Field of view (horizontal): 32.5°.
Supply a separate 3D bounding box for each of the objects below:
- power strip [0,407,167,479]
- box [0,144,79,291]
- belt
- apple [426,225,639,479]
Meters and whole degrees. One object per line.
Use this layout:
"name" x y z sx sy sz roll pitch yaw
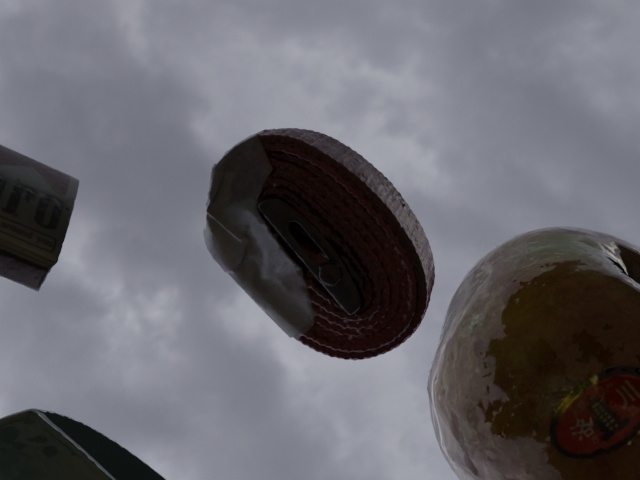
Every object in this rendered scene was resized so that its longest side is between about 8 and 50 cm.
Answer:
"power strip" -0.031 0.173 0.390 0.054 0.167 0.253 -44 -118 1
"box" -0.254 -0.041 0.727 0.177 0.036 0.115 25 -152 -18
"belt" 0.000 0.000 0.845 0.201 0.128 0.124 46 -167 -1
"apple" 0.313 0.180 1.307 0.400 0.333 0.400 29 -159 -13
